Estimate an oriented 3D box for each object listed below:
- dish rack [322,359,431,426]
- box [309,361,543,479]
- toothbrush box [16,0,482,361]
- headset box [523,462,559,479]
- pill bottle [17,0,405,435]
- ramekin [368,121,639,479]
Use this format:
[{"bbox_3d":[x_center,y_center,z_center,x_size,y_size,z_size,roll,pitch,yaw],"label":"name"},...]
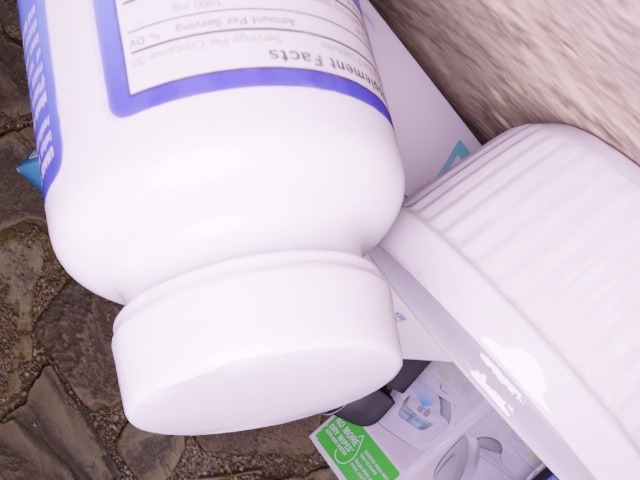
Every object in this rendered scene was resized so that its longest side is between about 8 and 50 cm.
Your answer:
[{"bbox_3d":[0.040,0.039,1.038,0.074,0.208,0.271,39,-176,-32],"label":"dish rack"},{"bbox_3d":[0.160,0.209,1.055,0.262,0.231,0.127,52,177,-37],"label":"box"},{"bbox_3d":[-0.039,-0.033,0.746,0.216,0.126,0.295,47,153,-24],"label":"toothbrush box"},{"bbox_3d":[0.326,0.318,0.964,0.246,0.131,0.283,47,178,42],"label":"headset box"},{"bbox_3d":[-0.049,-0.061,0.479,0.152,0.152,0.272,56,-160,-67],"label":"pill bottle"},{"bbox_3d":[0.125,0.038,0.541,0.207,0.109,0.207,49,177,4],"label":"ramekin"}]
